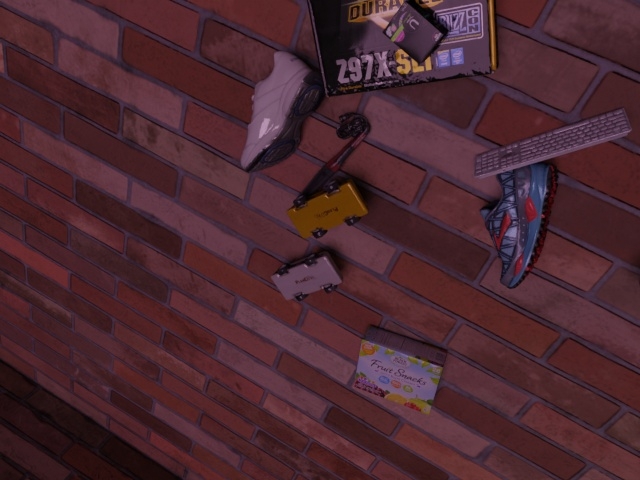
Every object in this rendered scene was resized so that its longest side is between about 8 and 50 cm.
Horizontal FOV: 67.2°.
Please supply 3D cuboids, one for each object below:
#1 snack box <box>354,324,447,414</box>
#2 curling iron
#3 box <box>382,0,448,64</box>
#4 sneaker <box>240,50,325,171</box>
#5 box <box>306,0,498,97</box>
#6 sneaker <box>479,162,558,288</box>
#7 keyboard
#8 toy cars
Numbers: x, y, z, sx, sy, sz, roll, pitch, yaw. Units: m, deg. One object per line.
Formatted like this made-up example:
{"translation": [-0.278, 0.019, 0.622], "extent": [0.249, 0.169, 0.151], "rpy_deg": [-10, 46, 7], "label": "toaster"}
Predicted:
{"translation": [0.201, 0.330, 1.233], "extent": [0.207, 0.070, 0.174], "rpy_deg": [16, 123, 16], "label": "snack box"}
{"translation": [0.017, -0.173, 1.066], "extent": [0.068, 0.035, 0.274], "rpy_deg": [42, 126, 5], "label": "curling iron"}
{"translation": [0.158, -0.346, 0.798], "extent": [0.083, 0.052, 0.062], "rpy_deg": [41, 128, -1], "label": "box"}
{"translation": [-0.099, -0.270, 1.044], "extent": [0.129, 0.111, 0.297], "rpy_deg": [52, 128, 17], "label": "sneaker"}
{"translation": [0.140, -0.408, 0.853], "extent": [0.322, 0.079, 0.257], "rpy_deg": [0, 118, 25], "label": "box"}
{"translation": [0.377, -0.033, 0.948], "extent": [0.125, 0.104, 0.261], "rpy_deg": [19, 118, 32], "label": "sneaker"}
{"translation": [0.402, -0.171, 0.861], "extent": [0.256, 0.072, 0.014], "rpy_deg": [-15, 134, 31], "label": "keyboard"}
{"translation": [0.000, 0.000, 1.143], "extent": [0.177, 0.087, 0.393], "rpy_deg": [26, 128, 11], "label": "toy cars"}
